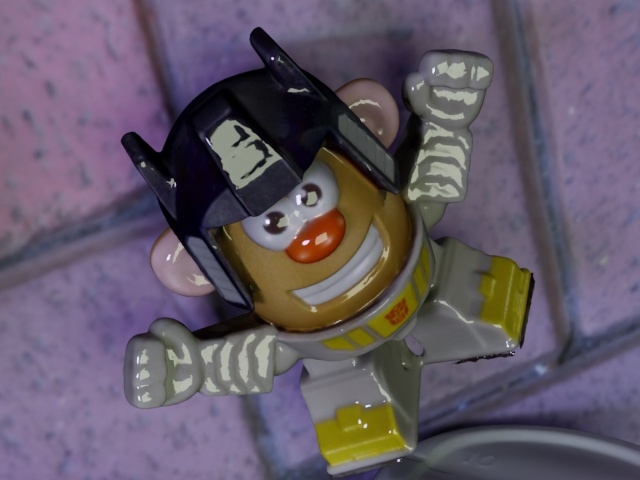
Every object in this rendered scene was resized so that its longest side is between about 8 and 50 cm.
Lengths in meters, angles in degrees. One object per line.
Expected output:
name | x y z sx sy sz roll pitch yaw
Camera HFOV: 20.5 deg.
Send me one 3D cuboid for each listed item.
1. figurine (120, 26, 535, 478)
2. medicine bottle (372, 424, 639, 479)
figurine | -0.003 0.002 1.115 0.308 0.143 0.309 -5 99 -40
medicine bottle | 0.150 0.280 1.224 0.252 0.252 0.241 -6 111 -25
